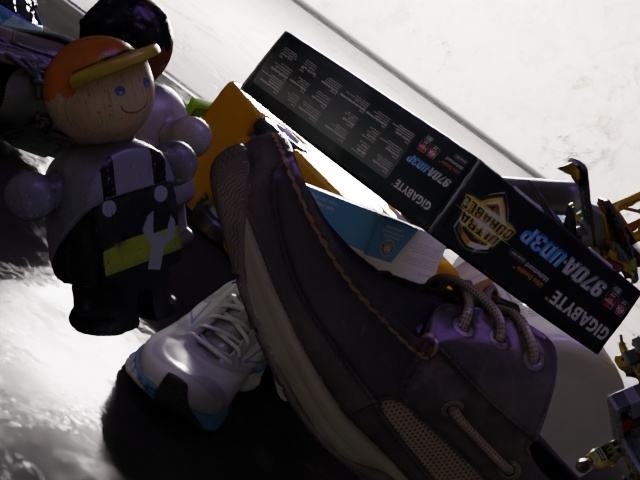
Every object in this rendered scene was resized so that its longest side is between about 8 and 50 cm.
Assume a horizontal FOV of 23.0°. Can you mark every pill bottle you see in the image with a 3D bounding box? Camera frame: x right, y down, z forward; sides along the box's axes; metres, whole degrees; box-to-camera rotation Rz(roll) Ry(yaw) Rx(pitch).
[{"bbox_3d":[0.160,0.096,1.302,0.131,0.131,0.229,33,13,-15],"label":"pill bottle"}]

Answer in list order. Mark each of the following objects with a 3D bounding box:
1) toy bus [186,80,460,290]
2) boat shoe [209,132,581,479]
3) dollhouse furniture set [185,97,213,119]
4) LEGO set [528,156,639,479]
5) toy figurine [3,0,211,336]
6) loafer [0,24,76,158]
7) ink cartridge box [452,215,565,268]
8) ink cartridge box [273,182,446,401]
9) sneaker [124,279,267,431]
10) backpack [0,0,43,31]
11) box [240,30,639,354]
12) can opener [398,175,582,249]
[{"bbox_3d":[0.000,0.000,1.286,0.130,0.108,0.332,24,17,-48],"label":"toy bus"},{"bbox_3d":[0.060,0.074,0.860,0.355,0.130,0.132,58,4,-31],"label":"boat shoe"},{"bbox_3d":[-0.129,-0.094,1.473,0.152,0.058,0.076,10,29,-19],"label":"dollhouse furniture set"},{"bbox_3d":[0.246,0.110,1.048,0.255,0.192,0.331,72,-5,-59],"label":"LEGO set"},{"bbox_3d":[-0.160,-0.046,0.757,0.210,0.148,0.213,-4,15,3],"label":"toy figurine"},{"bbox_3d":[-0.246,-0.113,1.136,0.267,0.096,0.084,26,35,-14],"label":"loafer"},{"bbox_3d":[0.203,0.042,1.588,0.082,0.139,0.191,41,13,25],"label":"ink cartridge box"},{"bbox_3d":[0.008,0.043,1.104,0.090,0.143,0.092,24,3,38],"label":"ink cartridge box"},{"bbox_3d":[-0.060,0.057,0.981,0.071,0.083,0.191,38,14,2],"label":"sneaker"},{"bbox_3d":[-0.273,-0.174,1.240,0.105,0.084,0.114,29,10,-28],"label":"backpack"},{"bbox_3d":[0.071,-0.032,0.960,0.175,0.051,0.220,35,3,-41],"label":"box"},{"bbox_3d":[0.095,-0.027,1.435,0.283,0.076,0.095,4,-4,10],"label":"can opener"}]
